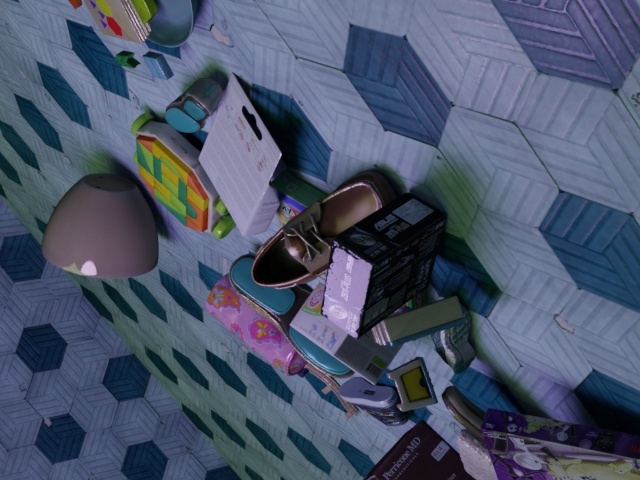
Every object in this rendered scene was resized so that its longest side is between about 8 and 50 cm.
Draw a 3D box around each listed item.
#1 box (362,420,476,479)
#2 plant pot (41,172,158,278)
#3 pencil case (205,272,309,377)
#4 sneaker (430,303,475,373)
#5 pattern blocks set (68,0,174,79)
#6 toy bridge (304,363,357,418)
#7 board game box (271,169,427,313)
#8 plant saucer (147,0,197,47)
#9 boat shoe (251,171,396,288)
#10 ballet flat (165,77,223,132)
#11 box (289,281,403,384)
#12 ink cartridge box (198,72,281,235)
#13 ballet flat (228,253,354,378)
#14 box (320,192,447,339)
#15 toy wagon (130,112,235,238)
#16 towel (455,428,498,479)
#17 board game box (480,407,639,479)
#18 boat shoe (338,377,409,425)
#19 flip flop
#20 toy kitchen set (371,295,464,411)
[{"bbox_3d":[0.220,0.531,1.990,0.203,0.168,0.167,43,156,8],"label":"box"},{"bbox_3d":[-0.524,-0.053,2.247,0.284,0.284,0.191,28,115,36],"label":"plant pot"},{"bbox_3d":[-0.129,0.189,2.104,0.284,0.124,0.124,34,153,25],"label":"pencil case"},{"bbox_3d":[0.210,0.155,1.555,0.076,0.065,0.166,37,151,39],"label":"sneaker"},{"bbox_3d":[-0.362,-0.418,1.540,0.285,0.026,0.325,28,150,36],"label":"pattern blocks set"},{"bbox_3d":[0.021,0.352,2.216,0.188,0.026,0.063,44,155,5],"label":"toy bridge"},{"bbox_3d":[0.052,0.026,1.633,0.317,0.046,0.213,32,153,30],"label":"board game box"},{"bbox_3d":[-0.301,-0.455,1.469,0.317,0.043,0.318,37,155,20],"label":"plant saucer"},{"bbox_3d":[0.000,0.000,1.492,0.324,0.116,0.123,-41,79,45],"label":"boat shoe"},{"bbox_3d":[-0.219,-0.240,1.641,0.072,0.068,0.213,40,164,-15],"label":"ballet flat"},{"bbox_3d":[0.047,0.168,1.713,0.114,0.103,0.203,38,174,-26],"label":"box"},{"bbox_3d":[-0.124,-0.147,1.603,0.189,0.066,0.232,58,140,23],"label":"ink cartridge box"},{"bbox_3d":[-0.046,0.156,1.938,0.348,0.123,0.123,40,155,14],"label":"ballet flat"},{"bbox_3d":[0.093,0.035,1.366,0.077,0.180,0.147,33,135,28],"label":"box"},{"bbox_3d":[-0.293,-0.111,1.960,0.267,0.068,0.344,42,156,11],"label":"toy wagon"},{"bbox_3d":[0.343,0.447,1.734,0.187,0.049,0.282,33,166,26],"label":"towel"},{"bbox_3d":[0.431,0.362,1.406,0.346,0.056,0.208,5,140,32],"label":"board game box"},{"bbox_3d":[0.114,0.358,2.022,0.183,0.065,0.083,4,131,56],"label":"boat shoe"},{"bbox_3d":[0.328,0.327,1.588,0.277,0.080,0.112,39,-176,-9],"label":"flip flop"},{"bbox_3d":[0.169,0.188,1.481,0.207,0.122,0.166,116,135,-84],"label":"toy kitchen set"}]
